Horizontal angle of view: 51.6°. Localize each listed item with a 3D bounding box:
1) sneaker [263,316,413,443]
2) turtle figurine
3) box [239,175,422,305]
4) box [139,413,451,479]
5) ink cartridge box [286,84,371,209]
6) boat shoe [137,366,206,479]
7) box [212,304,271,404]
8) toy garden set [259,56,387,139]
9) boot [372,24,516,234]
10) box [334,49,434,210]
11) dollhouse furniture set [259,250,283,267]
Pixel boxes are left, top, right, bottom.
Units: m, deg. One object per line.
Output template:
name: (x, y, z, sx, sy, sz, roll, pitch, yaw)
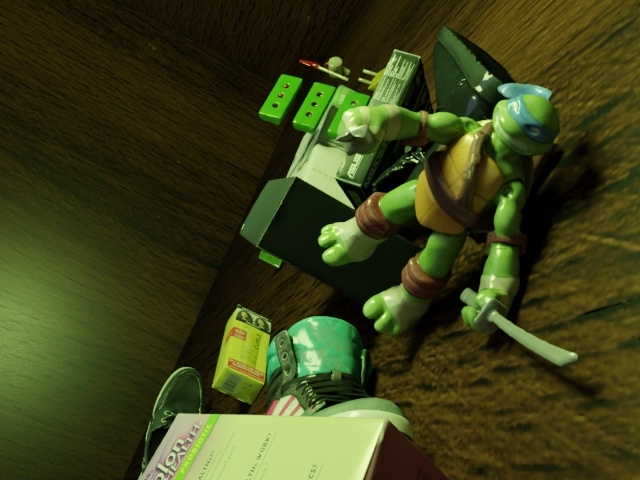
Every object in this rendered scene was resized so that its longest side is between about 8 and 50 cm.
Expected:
sneaker: (0.012, 0.156, 0.681, 0.295, 0.123, 0.178, 133, 151, -56)
turtle figurine: (0.075, -0.009, 0.574, 0.266, 0.198, 0.275, -54, 11, 53)
box: (0.000, 0.000, 0.898, 0.103, 0.184, 0.261, -64, 12, -1)
box: (-0.048, 0.246, 0.468, 0.243, 0.117, 0.213, -13, 39, 43)
ink cartridge box: (0.012, -0.139, 1.319, 0.198, 0.114, 0.273, -46, 20, 54)
boat shoe: (-0.327, 0.442, 1.478, 0.113, 0.127, 0.340, -41, 27, 59)
box: (-0.152, 0.220, 1.310, 0.058, 0.087, 0.232, -58, 12, 21)
toy garden set: (0.039, -0.264, 1.246, 0.049, 0.244, 0.204, 86, -155, -57)
boot: (0.140, -0.139, 0.816, 0.207, 0.094, 0.246, -53, 21, 26)
box: (0.095, -0.129, 0.908, 0.191, 0.045, 0.184, -65, -23, -8)
dollhouse furniture set: (-0.100, 0.023, 1.674, 0.076, 0.058, 0.151, -68, -9, 14)
